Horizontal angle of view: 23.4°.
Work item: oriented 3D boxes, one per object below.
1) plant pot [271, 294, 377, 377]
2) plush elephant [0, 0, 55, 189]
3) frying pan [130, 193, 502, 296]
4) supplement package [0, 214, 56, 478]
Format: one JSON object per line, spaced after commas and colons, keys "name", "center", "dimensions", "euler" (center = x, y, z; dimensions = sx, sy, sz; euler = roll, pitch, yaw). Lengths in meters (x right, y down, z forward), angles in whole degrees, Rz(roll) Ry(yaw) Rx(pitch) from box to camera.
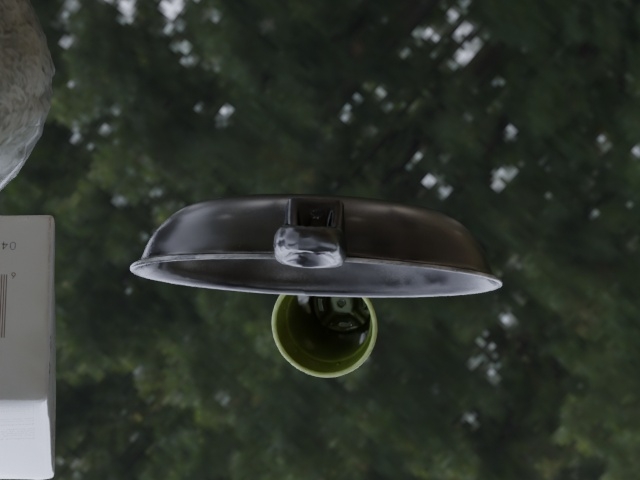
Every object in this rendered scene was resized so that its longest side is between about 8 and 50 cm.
{"name": "plant pot", "center": [0.011, 0.058, 1.230], "dimensions": [0.083, 0.083, 0.079], "euler": [41, -163, 1]}
{"name": "plush elephant", "center": [-0.140, -0.175, 0.287], "dimensions": [0.330, 0.272, 0.255], "euler": [57, -156, 0]}
{"name": "frying pan", "center": [-0.026, 0.001, 0.763], "dimensions": [0.326, 0.197, 0.053], "euler": [20, -109, -66]}
{"name": "supplement package", "center": [-0.200, 0.064, 0.857], "dimensions": [0.105, 0.179, 0.105], "euler": [1, -112, -10]}
